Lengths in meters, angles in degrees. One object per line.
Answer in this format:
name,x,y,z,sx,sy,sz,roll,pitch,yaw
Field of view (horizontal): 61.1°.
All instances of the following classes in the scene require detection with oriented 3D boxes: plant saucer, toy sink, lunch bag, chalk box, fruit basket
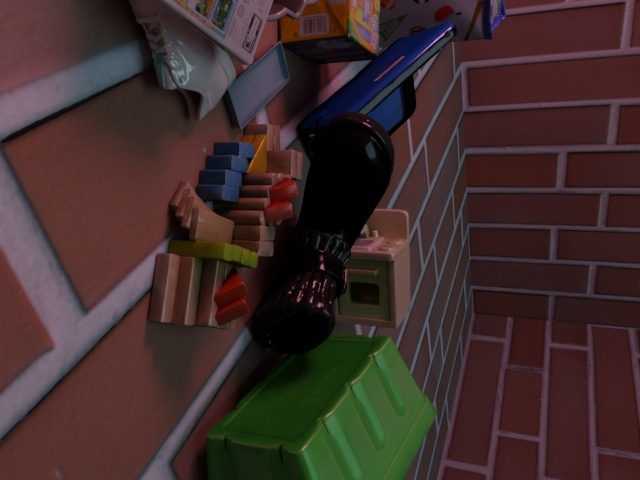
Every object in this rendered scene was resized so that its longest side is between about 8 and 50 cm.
plant saucer,-0.097,-0.244,0.842,0.192,0.018,0.067,-60,145,-46
toy sink,0.107,0.057,1.185,0.131,0.152,0.234,-31,122,-62
lunch bag,0.211,-0.622,1.137,0.239,0.327,0.386,-57,144,-47
chalk box,0.029,-0.399,0.977,0.213,0.132,0.132,-15,107,-67
fruit basket,0.006,0.376,0.862,0.392,0.282,0.393,11,77,-56

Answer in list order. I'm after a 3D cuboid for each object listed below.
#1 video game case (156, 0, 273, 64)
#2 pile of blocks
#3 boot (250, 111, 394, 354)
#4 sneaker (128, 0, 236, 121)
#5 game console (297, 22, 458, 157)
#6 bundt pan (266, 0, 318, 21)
video game case,-0.095,-0.290,0.572,0.143,0.019,0.157,19,90,-59
pile of blocks,-0.103,-0.040,0.730,0.149,0.112,0.362,62,37,-50
boot,0.004,0.002,0.847,0.348,0.131,0.260,104,8,-46
sneaker,-0.167,-0.221,0.617,0.094,0.080,0.212,-66,152,-18
game console,0.121,-0.238,1.024,0.293,0.250,0.173,-44,114,-15
bundt pan,-0.094,-0.435,0.635,0.330,0.124,0.331,-35,133,-47
